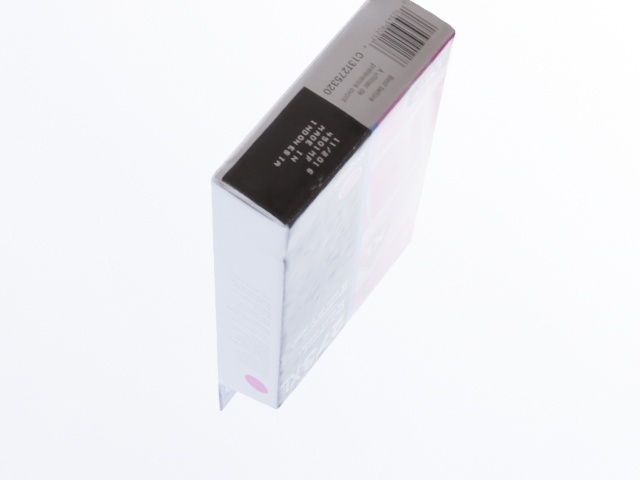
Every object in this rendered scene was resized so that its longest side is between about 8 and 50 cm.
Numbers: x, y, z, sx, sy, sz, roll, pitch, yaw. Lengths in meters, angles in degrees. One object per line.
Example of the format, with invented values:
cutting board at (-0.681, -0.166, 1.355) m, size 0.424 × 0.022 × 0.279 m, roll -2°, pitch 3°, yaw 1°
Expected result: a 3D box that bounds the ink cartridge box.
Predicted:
ink cartridge box at (0.000, 0.000, 1.090) m, size 0.069 × 0.371 × 0.176 m, roll 34°, pitch -114°, yaw 12°
